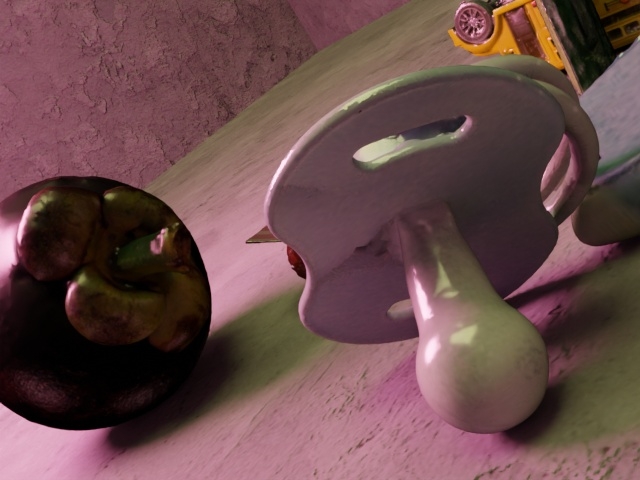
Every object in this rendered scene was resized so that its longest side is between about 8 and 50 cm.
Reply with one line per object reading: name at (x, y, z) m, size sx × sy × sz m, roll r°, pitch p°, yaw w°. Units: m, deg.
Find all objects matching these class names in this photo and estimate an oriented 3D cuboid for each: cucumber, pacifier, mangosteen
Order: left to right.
mangosteen at (-0.269, 0.058, 1.059) m, size 0.297 × 0.297 × 0.313 m, roll -36°, pitch -24°, yaw -9°
pacifier at (0.098, 0.021, 0.661) m, size 0.244 × 0.299 × 0.233 m, roll -15°, pitch 55°, yaw 2°
cucumber at (0.295, -0.297, 1.172) m, size 0.063 × 0.244 × 0.115 m, roll -26°, pitch 7°, yaw 13°

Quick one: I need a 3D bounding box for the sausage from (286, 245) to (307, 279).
sausage at (0.000, 0.000, 1.147) m, size 0.076 × 0.076 × 0.141 m, roll -28°, pitch 18°, yaw 19°

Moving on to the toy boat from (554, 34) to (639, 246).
toy boat at (0.337, -0.115, 0.778) m, size 0.330 × 0.123 × 0.215 m, roll -42°, pitch 16°, yaw 14°

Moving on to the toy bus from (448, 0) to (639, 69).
toy bus at (0.343, -0.314, 1.290) m, size 0.330 × 0.152 × 0.144 m, roll -17°, pitch 16°, yaw 42°

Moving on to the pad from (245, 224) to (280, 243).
pad at (0.062, -0.058, 1.147) m, size 0.202 × 0.005 × 0.300 m, roll -2°, pitch 21°, yaw 27°
